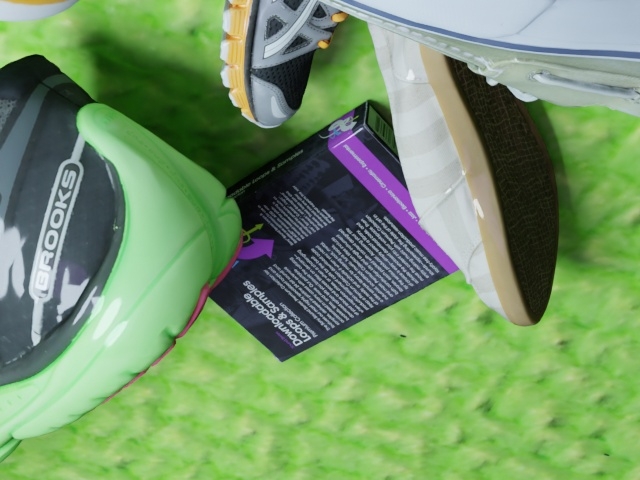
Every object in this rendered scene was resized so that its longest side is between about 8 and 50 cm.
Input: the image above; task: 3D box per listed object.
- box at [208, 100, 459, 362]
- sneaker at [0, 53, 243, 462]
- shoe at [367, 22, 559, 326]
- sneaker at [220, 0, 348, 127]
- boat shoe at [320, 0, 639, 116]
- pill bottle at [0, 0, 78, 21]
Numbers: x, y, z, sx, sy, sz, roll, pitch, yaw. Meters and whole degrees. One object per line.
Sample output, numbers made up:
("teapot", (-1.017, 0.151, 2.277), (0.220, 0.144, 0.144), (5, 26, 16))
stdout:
("box", (0.000, 0.000, 0.818), (0.162, 0.029, 0.116), (-30, 121, 27))
("sneaker", (-0.254, 0.053, 0.829), (0.483, 0.185, 0.202), (-35, 99, 28))
("shoe", (0.081, -0.045, 0.748), (0.058, 0.076, 0.219), (4, 130, 35))
("sneaker", (-0.003, -0.143, 0.661), (0.083, 0.084, 0.215), (6, 131, -5))
("boat shoe", (0.115, -0.099, 0.608), (0.302, 0.109, 0.094), (10, 136, -11))
("pill bottle", (-0.092, -0.229, 0.548), (0.152, 0.152, 0.272), (32, 128, -20))
